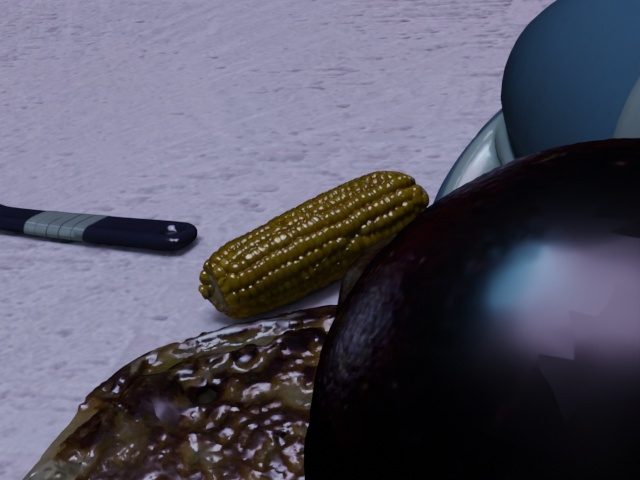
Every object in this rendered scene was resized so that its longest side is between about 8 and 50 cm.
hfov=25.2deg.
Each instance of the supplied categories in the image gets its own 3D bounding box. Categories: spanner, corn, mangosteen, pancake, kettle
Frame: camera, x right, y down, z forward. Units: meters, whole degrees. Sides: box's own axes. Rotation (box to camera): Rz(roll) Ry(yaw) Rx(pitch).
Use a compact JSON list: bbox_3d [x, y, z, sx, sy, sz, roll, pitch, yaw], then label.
[{"bbox_3d":[-0.243,-0.020,1.266,0.315,0.024,0.087,5,26,26],"label":"spanner"},{"bbox_3d":[0.000,0.000,1.103,0.207,0.068,0.068,-24,32,-27],"label":"corn"},{"bbox_3d":[0.124,0.084,0.665,0.297,0.297,0.313,-19,43,-16],"label":"mangosteen"},{"bbox_3d":[-0.047,0.115,0.924,0.257,0.056,0.212,7,39,15],"label":"pancake"},{"bbox_3d":[0.216,-0.059,1.007,0.319,0.247,0.342,-41,25,-3],"label":"kettle"}]
